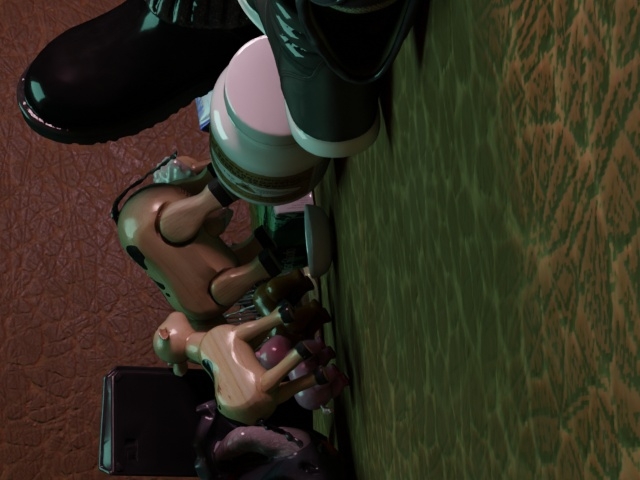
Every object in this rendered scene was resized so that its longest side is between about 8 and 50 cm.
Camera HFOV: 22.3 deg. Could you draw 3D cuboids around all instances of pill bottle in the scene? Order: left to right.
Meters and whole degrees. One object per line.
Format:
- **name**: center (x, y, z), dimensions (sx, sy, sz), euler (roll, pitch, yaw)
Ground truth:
- **pill bottle**: center (-0.046, -0.121, 1.617), dimensions (0.229, 0.131, 0.131), euler (108, 157, -77)

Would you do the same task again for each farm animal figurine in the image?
- **farm animal figurine**: center (-0.119, 0.067, 1.774), dimensions (0.327, 0.172, 0.330), euler (58, -174, -4)

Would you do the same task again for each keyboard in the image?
- **keyboard**: center (-0.124, 0.249, 1.856), dimensions (0.033, 0.317, 0.202), euler (-11, 76, 44)

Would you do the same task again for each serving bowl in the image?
- **serving bowl**: center (0.000, 0.000, 1.804), dimensions (0.083, 0.027, 0.083), euler (176, 90, -84)

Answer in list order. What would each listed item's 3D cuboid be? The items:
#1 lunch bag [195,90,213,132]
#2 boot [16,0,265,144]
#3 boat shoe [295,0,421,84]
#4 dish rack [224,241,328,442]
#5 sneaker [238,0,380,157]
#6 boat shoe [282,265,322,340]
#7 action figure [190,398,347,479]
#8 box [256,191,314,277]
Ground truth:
- **lunch bag**: center (-0.081, -0.212, 1.981), dimensions (0.151, 0.096, 0.129), euler (-36, 56, 34)
- **boot**: center (-0.165, -0.250, 1.624), dimensions (0.260, 0.348, 0.131), euler (78, 166, -62)
- **boat shoe**: center (0.025, -0.181, 0.986), dimensions (0.285, 0.102, 0.092), euler (89, 170, -73)
- **dish rack**: center (-0.071, 0.140, 2.069), dimensions (0.208, 0.074, 0.272), euler (41, -138, -55)
- **sneaker**: center (-0.008, -0.220, 1.312), dimensions (0.147, 0.104, 0.296), euler (94, 164, -49)
- **boat shoe**: center (-0.024, 0.106, 2.050), dimensions (0.056, 0.049, 0.152), euler (-114, 19, -75)
- **action figure**: center (-0.023, 0.341, 1.771), dimensions (0.330, 0.178, 0.341), euler (-71, -39, -65)
- **box**: center (-0.055, -0.092, 2.170), dimensions (0.322, 0.058, 0.232), euler (98, 166, -71)
